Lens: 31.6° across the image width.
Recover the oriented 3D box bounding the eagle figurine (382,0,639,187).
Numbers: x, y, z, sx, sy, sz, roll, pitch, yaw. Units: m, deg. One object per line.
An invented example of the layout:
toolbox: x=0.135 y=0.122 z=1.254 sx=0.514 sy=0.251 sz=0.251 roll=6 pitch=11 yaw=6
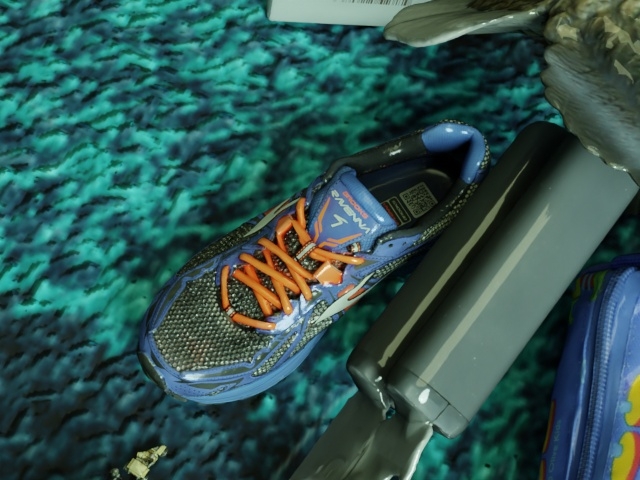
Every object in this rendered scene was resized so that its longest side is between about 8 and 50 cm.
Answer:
eagle figurine: x=0.192 y=-0.108 z=0.506 sx=0.226 sy=0.225 sz=0.298 roll=-44 pitch=89 yaw=-10

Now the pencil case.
pencil case: x=0.144 y=0.148 z=0.513 sx=0.133 sy=0.119 sz=0.306 roll=41 pitch=58 yaw=-37

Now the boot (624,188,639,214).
boot: x=0.248 y=-0.112 z=0.679 sx=0.189 sy=0.076 sz=0.208 roll=9 pitch=59 yaw=-7

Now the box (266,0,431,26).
box: x=0.033 y=-0.223 z=0.673 sx=0.130 sy=0.091 sz=0.170 roll=1 pitch=67 yaw=-9

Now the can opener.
can opener: x=0.064 y=0.075 z=0.545 sx=0.095 sy=0.076 sz=0.283 roll=43 pitch=79 yaw=-25

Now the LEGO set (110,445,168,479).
LEGO set: x=-0.071 y=0.137 z=0.539 sx=0.083 sy=0.023 sz=0.054 roll=43 pitch=68 yaw=10

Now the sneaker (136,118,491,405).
sneaker: x=0.000 y=0.000 z=0.575 sx=0.221 sy=0.087 sz=0.083 roll=-36 pitch=76 yaw=-21
